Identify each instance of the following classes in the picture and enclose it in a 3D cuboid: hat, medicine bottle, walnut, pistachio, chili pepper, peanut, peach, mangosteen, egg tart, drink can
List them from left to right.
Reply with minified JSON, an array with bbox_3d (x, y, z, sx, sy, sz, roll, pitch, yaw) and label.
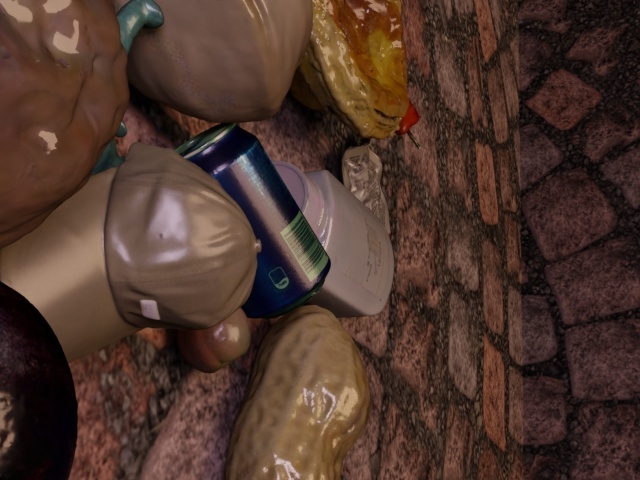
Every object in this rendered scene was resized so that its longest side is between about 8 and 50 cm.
[{"bbox_3d":[-0.255,0.109,0.476,0.230,0.194,0.194,-1,84,-39],"label":"mangosteen"},{"bbox_3d":[-0.244,-0.114,0.475,0.273,0.227,0.273,13,75,-59],"label":"walnut"},{"bbox_3d":[-0.137,0.032,0.638,0.173,0.144,0.166,-63,151,-57],"label":"hat"},{"bbox_3d":[-0.127,-0.260,0.786,0.226,0.207,0.332,33,-30,62],"label":"pistachio"},{"bbox_3d":[-0.114,0.097,0.881,0.083,0.083,0.083,-6,90,-65],"label":"peach"},{"bbox_3d":[-0.080,-0.021,0.900,0.205,0.118,0.118,60,31,-16],"label":"drink can"},{"bbox_3d":[-0.024,0.216,0.973,0.152,0.152,0.313,62,34,-38],"label":"peanut"},{"bbox_3d":[0.000,0.000,1.115,0.296,0.111,0.161,36,52,-60],"label":"medicine bottle"},{"bbox_3d":[0.015,-0.298,1.171,0.352,0.150,0.352,38,46,-53],"label":"egg tart"},{"bbox_3d":[0.121,-0.264,1.492,0.063,0.071,0.272,-41,125,-13],"label":"chili pepper"}]

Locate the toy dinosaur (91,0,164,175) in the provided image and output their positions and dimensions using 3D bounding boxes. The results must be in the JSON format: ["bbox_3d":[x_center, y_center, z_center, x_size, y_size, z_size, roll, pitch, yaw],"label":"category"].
[{"bbox_3d":[-0.241,-0.061,0.643,0.331,0.129,0.383,-53,131,-44],"label":"toy dinosaur"}]

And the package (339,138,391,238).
[{"bbox_3d":[0.072,-0.066,1.375,0.166,0.040,0.232,-55,141,-51],"label":"package"}]
